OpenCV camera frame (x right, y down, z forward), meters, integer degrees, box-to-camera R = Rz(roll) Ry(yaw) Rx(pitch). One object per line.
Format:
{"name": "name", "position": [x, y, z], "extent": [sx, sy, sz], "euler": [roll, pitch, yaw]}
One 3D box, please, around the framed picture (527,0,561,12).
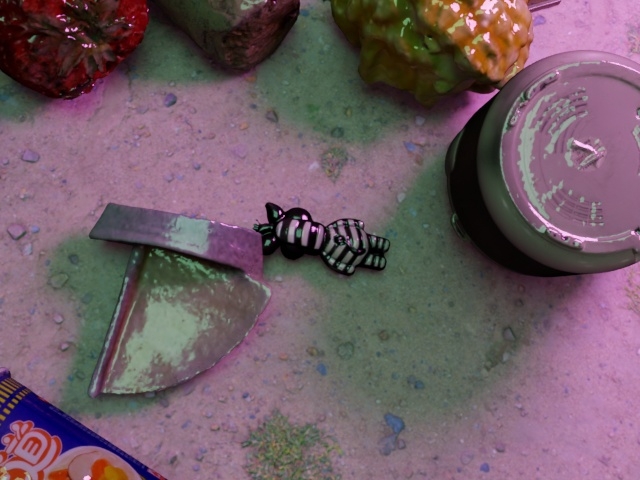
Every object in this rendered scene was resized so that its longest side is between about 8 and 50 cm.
{"name": "framed picture", "position": [0.292, -0.477, 1.605], "extent": [0.250, 0.016, 0.184], "euler": [-19, 73, -12]}

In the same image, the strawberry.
{"name": "strawberry", "position": [-0.426, -0.372, 1.395], "extent": [0.274, 0.274, 0.220], "euler": [-29, 47, -14]}

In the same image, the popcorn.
{"name": "popcorn", "position": [0.181, -0.361, 1.419], "extent": [0.335, 0.279, 0.274], "euler": [21, 99, -9]}

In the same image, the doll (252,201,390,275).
{"name": "doll", "position": [0.000, 0.000, 1.387], "extent": [0.219, 0.067, 0.091], "euler": [13, 80, -6]}

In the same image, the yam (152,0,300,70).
{"name": "yam", "position": [-0.181, -0.431, 1.458], "extent": [0.300, 0.195, 0.195], "euler": [42, 72, 10]}

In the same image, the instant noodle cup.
{"name": "instant noodle cup", "position": [-0.343, 0.355, 1.139], "extent": [0.312, 0.284, 0.284], "euler": [27, 70, -4]}

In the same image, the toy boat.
{"name": "toy boat", "position": [-0.210, 0.080, 1.329], "extent": [0.276, 0.111, 0.294], "euler": [-4, 82, -2]}

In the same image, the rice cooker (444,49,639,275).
{"name": "rice cooker", "position": [0.366, -0.104, 1.319], "extent": [0.335, 0.325, 0.335], "euler": [0, 86, -2]}
